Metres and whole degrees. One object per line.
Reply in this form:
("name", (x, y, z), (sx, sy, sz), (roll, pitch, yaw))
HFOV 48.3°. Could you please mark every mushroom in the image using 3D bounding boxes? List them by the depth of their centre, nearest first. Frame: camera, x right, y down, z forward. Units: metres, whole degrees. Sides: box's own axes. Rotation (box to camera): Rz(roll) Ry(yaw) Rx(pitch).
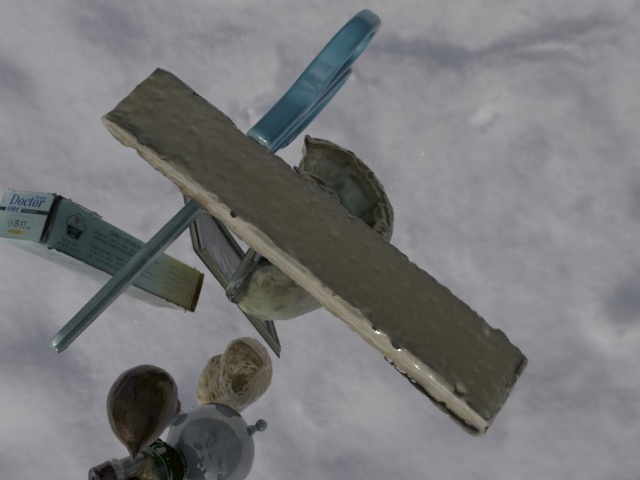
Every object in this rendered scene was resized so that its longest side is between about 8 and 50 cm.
("mushroom", (-0.004, 0.007, 0.942), (0.164, 0.190, 0.267), (27, 35, -7))

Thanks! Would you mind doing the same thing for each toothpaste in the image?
("toothpaste", (-0.273, 0.024, 0.926), (0.089, 0.313, 0.071), (7, 74, 27))

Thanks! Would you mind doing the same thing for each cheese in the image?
("cheese", (-0.007, -0.003, 0.582), (0.400, 0.034, 0.085), (40, 63, 7))

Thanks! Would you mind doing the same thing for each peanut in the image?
("peanut", (-0.201, 0.321, 1.671), (0.140, 0.325, 0.153), (-23, 69, -37))

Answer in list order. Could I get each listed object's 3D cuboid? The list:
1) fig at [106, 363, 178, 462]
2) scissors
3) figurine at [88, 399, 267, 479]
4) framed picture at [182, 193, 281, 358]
("fig", (-0.272, 0.263, 1.079), (0.103, 0.155, 0.109), (22, 119, -25))
("scissors", (-0.084, -0.062, 0.662), (0.029, 0.192, 0.447), (41, 57, -2))
("figurine", (-0.280, 0.446, 1.454), (0.369, 0.167, 0.281), (-11, 70, -41))
("framed picture", (-0.151, 0.039, 1.231), (0.019, 0.296, 0.232), (-28, 41, 4))
